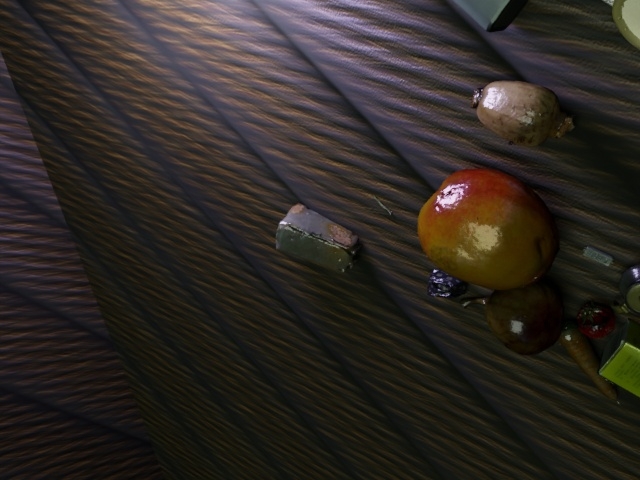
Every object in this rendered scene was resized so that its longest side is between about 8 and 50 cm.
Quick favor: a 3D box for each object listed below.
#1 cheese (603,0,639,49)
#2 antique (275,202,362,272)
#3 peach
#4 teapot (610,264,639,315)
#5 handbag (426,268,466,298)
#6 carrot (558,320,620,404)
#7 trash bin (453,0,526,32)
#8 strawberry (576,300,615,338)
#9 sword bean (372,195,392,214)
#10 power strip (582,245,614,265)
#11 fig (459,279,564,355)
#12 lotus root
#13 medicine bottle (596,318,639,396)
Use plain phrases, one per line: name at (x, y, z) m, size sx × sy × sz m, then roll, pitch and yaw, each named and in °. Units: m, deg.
cheese at (0.680, -0.526, 1.224) m, size 0.255 × 0.050 × 0.127 m, roll 39°, pitch 129°, yaw 14°
antique at (0.000, 0.000, 1.887) m, size 0.284 × 0.150 × 0.125 m, roll 24°, pitch 128°, yaw 12°
peach at (0.447, -0.019, 1.469) m, size 0.373 × 0.290 × 0.372 m, roll 14°, pitch 121°, yaw 24°
teapot at (0.819, 0.137, 1.408) m, size 0.130 × 0.119 × 0.165 m, roll 49°, pitch 130°, yaw 5°
handbag at (0.376, 0.145, 1.692) m, size 0.115 × 0.139 × 0.072 m, roll 10°, pitch 109°, yaw 31°
carrot at (0.777, 0.361, 1.580) m, size 0.078 × 0.078 × 0.298 m, roll -32°, pitch 97°, yaw 39°
trash bin at (0.355, -0.688, 1.289) m, size 0.343 × 0.158 × 0.223 m, roll 43°, pitch 128°, yaw 9°
strawberry at (0.759, 0.224, 1.512) m, size 0.106 × 0.106 × 0.106 m, roll 15°, pitch 119°, yaw 27°
sword bean at (0.198, -0.113, 1.767) m, size 0.083 × 0.012 × 0.012 m, roll 45°, pitch 129°, yaw 6°
power strip at (0.746, 0.042, 1.476) m, size 0.083 × 0.017 × 0.027 m, roll 28°, pitch 127°, yaw 21°
fig at (0.533, 0.200, 1.608) m, size 0.321 × 0.217 × 0.216 m, roll 16°, pitch 123°, yaw 53°
lotus root at (0.500, -0.320, 1.386) m, size 0.257 × 0.140 × 0.154 m, roll 26°, pitch 118°, yaw 28°
medicine bottle at (0.886, 0.344, 1.452) m, size 0.250 × 0.137 × 0.141 m, roll 32°, pitch 127°, yaw 17°
